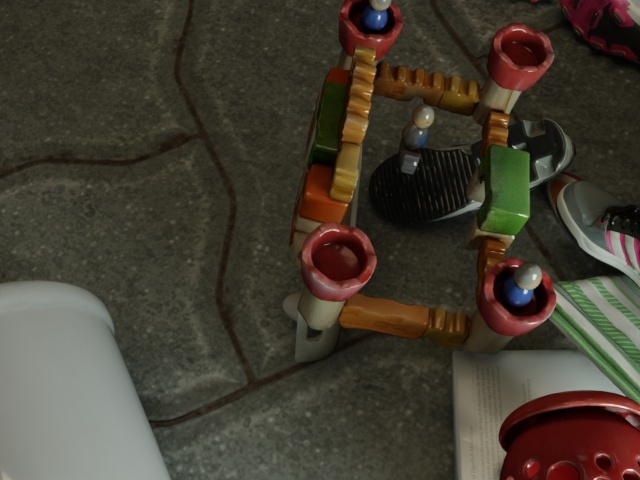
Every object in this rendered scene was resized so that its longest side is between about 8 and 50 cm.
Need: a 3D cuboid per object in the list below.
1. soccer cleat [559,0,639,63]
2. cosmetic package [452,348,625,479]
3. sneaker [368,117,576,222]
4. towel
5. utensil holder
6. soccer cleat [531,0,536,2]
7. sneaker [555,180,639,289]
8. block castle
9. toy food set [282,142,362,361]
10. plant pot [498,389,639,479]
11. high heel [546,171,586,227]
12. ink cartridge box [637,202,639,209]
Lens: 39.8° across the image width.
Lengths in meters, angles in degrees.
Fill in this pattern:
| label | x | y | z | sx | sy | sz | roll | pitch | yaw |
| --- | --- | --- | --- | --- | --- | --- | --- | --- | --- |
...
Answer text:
| label | x | y | z | sx | sy | sz | roll | pitch | yaw |
| --- | --- | --- | --- | --- | --- | --- | --- | --- | --- |
| soccer cleat | 0.563 | -0.366 | 1.516 | 0.143 | 0.116 | 0.331 | -31 | 60 | -29 |
| cosmetic package | 0.285 | 0.267 | 1.143 | 0.224 | 0.138 | 0.224 | -1 | 59 | 6 |
| sneaker | 0.242 | -0.097 | 1.399 | 0.330 | 0.146 | 0.122 | -11 | 82 | 27 |
| towel | 0.425 | 0.128 | 1.139 | 0.248 | 0.325 | 0.038 | 47 | 120 | 29 |
| utensil holder | -0.360 | 0.296 | 1.119 | 0.327 | 0.327 | 0.385 | -27 | 61 | -8 |
| soccer cleat | 0.331 | -0.518 | 1.652 | 0.248 | 0.083 | 0.095 | 24 | 61 | 24 |
| sneaker | 0.446 | -0.020 | 1.168 | 0.124 | 0.178 | 0.295 | -26 | 57 | -28 |
| block castle | 0.135 | -0.100 | 1.121 | 0.303 | 0.213 | 0.453 | 11 | 60 | -4 |
| toy food set | 0.000 | 0.000 | 1.294 | 0.092 | 0.220 | 0.306 | 6 | 60 | 1 |
| plant pot | 0.281 | 0.266 | 0.956 | 0.191 | 0.191 | 0.174 | -5 | 54 | 6 |
| high heel | 0.455 | -0.031 | 1.351 | 0.117 | 0.082 | 0.244 | -9 | 38 | -31 |
| ink cartridge box | 0.673 | 0.018 | 1.198 | 0.270 | 0.151 | 0.395 | -19 | 55 | -21 |
